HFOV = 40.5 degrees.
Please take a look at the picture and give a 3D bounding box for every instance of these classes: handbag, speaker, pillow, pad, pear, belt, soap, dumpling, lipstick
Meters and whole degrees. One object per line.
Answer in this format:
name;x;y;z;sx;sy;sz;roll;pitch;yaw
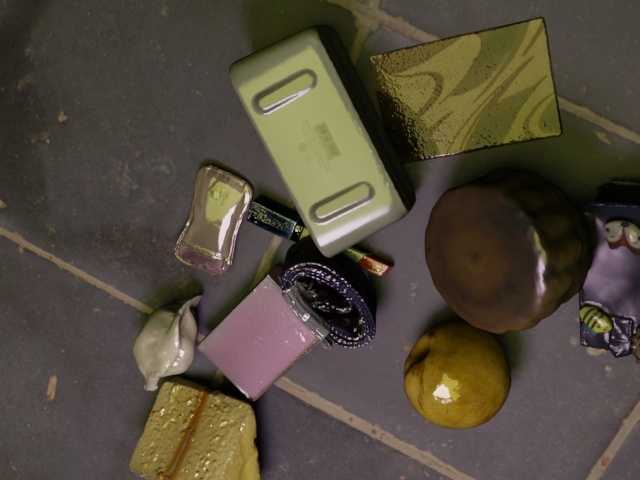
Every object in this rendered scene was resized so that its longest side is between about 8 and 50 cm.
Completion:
handbag;0.601;0.077;1.502;0.303;0.122;0.330;10;116;39
speaker;0.012;-0.191;1.620;0.184;0.183;0.406;-25;99;19
pillow;-0.224;-0.038;1.821;0.130;0.038;0.233;23;111;6
pad;0.266;-0.268;1.606;0.330;0.004;0.220;-9;105;20
pear;0.270;0.264;1.679;0.208;0.209;0.209;5;109;16
belt;0.019;0.102;1.719;0.139;0.126;0.230;-36;111;23
soap;-0.116;0.199;1.843;0.181;0.081;0.259;44;116;-1
dumpling;-0.330;0.223;1.876;0.132;0.162;0.250;28;105;-9
lipstick;0.000;0.000;1.756;0.312;0.051;0.051;26;114;7

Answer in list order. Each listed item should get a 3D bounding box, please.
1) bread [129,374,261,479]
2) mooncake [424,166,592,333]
bread;-0.243;0.443;1.934;0.263;0.198;0.236;12;82;34
mooncake;0.336;0.012;1.545;0.290;0.161;0.291;26;126;41
